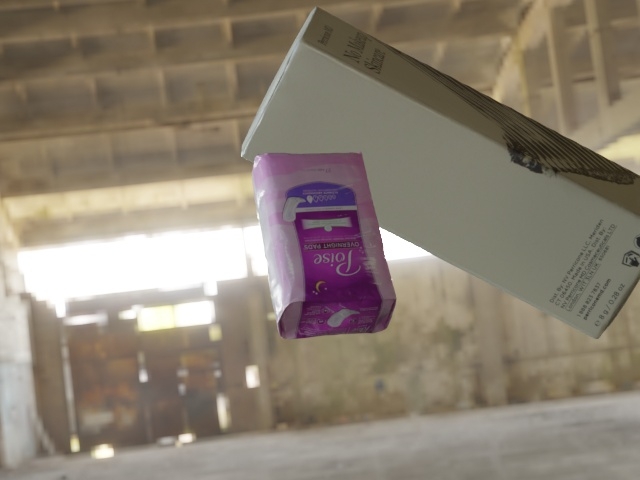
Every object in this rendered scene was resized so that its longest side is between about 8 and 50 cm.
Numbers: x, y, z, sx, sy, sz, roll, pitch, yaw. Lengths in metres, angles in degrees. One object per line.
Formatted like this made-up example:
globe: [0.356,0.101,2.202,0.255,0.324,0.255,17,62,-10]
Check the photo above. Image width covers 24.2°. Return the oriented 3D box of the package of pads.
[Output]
package of pads: [0.000,0.000,0.644,0.050,0.083,0.032,-3,-33,-12]

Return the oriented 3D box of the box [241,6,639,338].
box: [0.091,-0.048,1.016,0.275,0.094,0.113,27,21,-6]
